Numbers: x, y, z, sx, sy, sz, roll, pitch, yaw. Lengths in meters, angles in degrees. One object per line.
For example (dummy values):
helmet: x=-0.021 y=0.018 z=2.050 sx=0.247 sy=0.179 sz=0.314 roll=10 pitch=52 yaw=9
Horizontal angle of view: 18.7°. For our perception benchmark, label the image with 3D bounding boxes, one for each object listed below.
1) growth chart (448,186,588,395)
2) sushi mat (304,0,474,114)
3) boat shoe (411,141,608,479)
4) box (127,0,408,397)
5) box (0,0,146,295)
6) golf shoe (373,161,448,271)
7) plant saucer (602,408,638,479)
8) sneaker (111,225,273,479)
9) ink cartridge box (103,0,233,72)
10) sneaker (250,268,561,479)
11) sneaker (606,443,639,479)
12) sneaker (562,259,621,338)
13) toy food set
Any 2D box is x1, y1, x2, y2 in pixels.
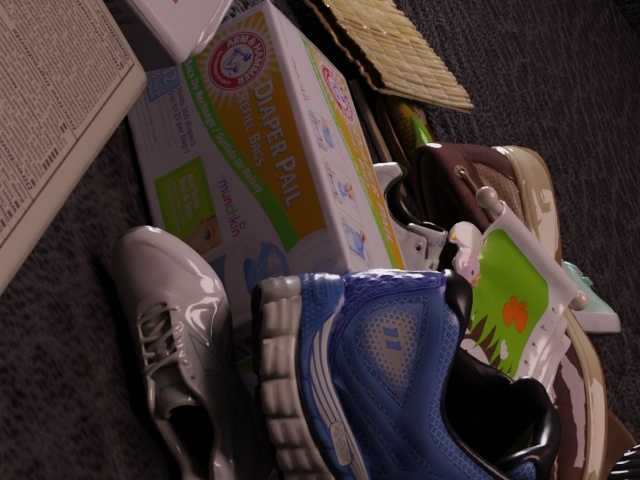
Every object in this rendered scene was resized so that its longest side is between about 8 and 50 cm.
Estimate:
growth chart: x=0.126 y=0.096 z=1.408 sx=0.172 sy=0.021 sz=0.237 roll=36 pitch=62 yaw=-41
sushi mat: x=0.055 y=-0.182 z=1.760 sx=0.151 sy=0.019 sz=0.316 roll=52 pitch=14 yaw=11
boat shoe: x=0.133 y=0.069 z=1.542 sx=0.123 sy=0.123 sz=0.342 roll=11 pitch=59 yaw=-31
box: x=-0.030 y=-0.022 z=1.154 sx=0.103 sy=0.114 sz=0.203 roll=40 pitch=27 yaw=-52
box: x=-0.179 y=-0.046 z=0.738 sx=0.148 sy=0.121 sz=0.311 roll=59 pitch=17 yaw=-14
golf shoe: x=0.058 y=0.027 z=1.390 sx=0.176 sy=0.086 sz=0.069 roll=64 pitch=15 yaw=0
plant saucer: x=0.288 y=0.277 z=1.765 sx=0.278 sy=0.041 sz=0.278 roll=54 pitch=20 yaw=-30
sneaker: x=-0.071 y=0.062 z=1.014 sx=0.152 sy=0.054 sz=0.061 roll=65 pitch=20 yaw=6
ink cartridge box: x=-0.149 y=-0.249 z=1.016 sx=0.289 sy=0.121 sz=0.211 roll=53 pitch=46 yaw=-31
sneaker: x=0.068 y=0.152 z=1.066 sx=0.130 sy=0.147 sz=0.330 roll=-92 pitch=168 yaw=-54
sneaker: x=0.255 y=0.317 z=1.460 sx=0.146 sy=0.122 sz=0.330 roll=92 pitch=1 yaw=-61
sneaker: x=0.202 y=0.018 z=1.770 sx=0.256 sy=0.094 sz=0.151 roll=17 pitch=62 yaw=-64
toy food set: x=0.094 y=-0.086 z=1.740 sx=0.132 sy=0.038 sz=0.192 roll=67 pitch=17 yaw=13
